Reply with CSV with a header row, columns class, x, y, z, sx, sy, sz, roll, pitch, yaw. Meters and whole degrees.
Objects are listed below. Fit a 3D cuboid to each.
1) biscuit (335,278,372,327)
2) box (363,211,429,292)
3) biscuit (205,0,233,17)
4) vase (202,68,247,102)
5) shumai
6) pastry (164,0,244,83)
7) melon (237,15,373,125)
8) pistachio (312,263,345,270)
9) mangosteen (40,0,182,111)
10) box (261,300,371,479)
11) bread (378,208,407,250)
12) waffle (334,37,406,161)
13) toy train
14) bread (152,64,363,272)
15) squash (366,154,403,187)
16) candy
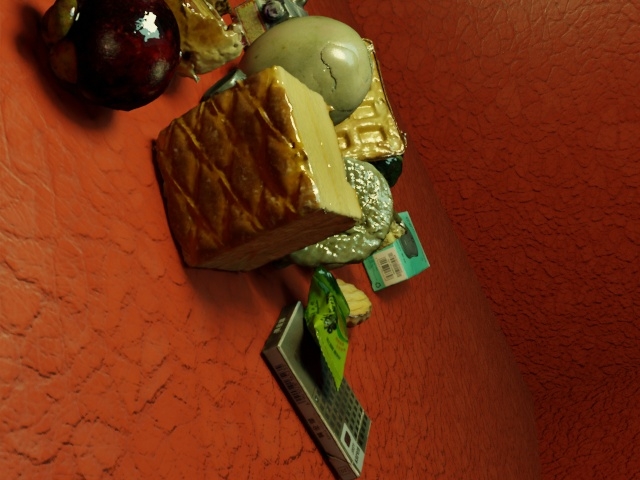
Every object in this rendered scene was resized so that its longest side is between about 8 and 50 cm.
class,x,y,z,sx,sy,sz,roll,pitch,yaw
biscuit,0.062,0.163,1.597,0.118,0.061,0.183,26,22,7
box,0.219,0.027,2.047,0.311,0.118,0.205,-12,81,-68
biscuit,-0.313,-0.673,1.445,0.368,0.076,0.394,-102,167,-76
vase,-0.118,-0.220,1.439,0.301,0.156,0.251,51,-9,-23
shumai,0.007,-0.047,1.375,0.204,0.272,0.222,147,-70,-78
pastry,-0.281,-0.417,1.236,0.256,0.170,0.236,37,14,-37
melon,-0.031,-0.385,1.559,0.268,0.330,0.268,-20,90,-75
pistachio,0.000,0.000,1.533,0.185,0.125,0.124,47,29,-40
mangosteen,-0.310,-0.297,1.005,0.210,0.210,0.209,50,27,-37
box,0.001,0.299,1.336,0.324,0.047,0.180,61,20,-15
bread,0.058,-0.061,1.653,0.162,0.262,0.204,-52,127,-25
waffle,0.039,-0.344,1.739,0.077,0.304,0.348,101,-25,-73
toy train,-0.109,-0.582,1.783,0.134,0.178,0.261,69,20,3
bread,-0.111,-0.112,1.164,0.207,0.279,0.279,9,64,-65
squash,0.105,-0.231,1.847,0.165,0.252,0.252,40,33,-68
candy,0.012,0.169,1.348,0.246,0.069,0.149,-91,156,-58
